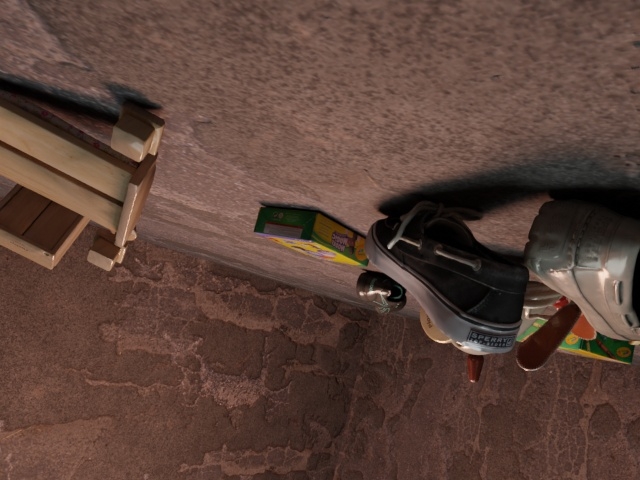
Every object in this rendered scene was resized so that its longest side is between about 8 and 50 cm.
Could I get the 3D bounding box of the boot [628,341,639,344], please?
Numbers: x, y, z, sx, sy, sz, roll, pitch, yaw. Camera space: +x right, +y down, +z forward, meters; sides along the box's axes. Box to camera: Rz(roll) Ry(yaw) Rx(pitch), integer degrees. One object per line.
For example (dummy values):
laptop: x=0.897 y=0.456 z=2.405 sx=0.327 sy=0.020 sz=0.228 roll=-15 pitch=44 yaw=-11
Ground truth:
boot: x=0.584 y=0.137 z=0.822 sx=0.165 sy=0.077 sz=0.213 roll=8 pitch=167 yaw=24

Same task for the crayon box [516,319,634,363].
crayon box: x=0.694 y=0.270 z=1.462 sx=0.165 sy=0.081 sz=0.278 roll=17 pitch=171 yaw=-14

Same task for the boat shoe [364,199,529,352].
boat shoe: x=0.134 y=0.008 z=0.613 sx=0.113 sy=0.105 sz=0.306 roll=8 pitch=-163 yaw=-11

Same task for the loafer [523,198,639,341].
loafer: x=0.332 y=0.049 z=0.545 sx=0.319 sy=0.112 sz=0.111 roll=21 pitch=177 yaw=-37

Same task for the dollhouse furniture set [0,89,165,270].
dollhouse furniture set: x=-0.350 y=-0.139 z=0.676 sx=0.303 sy=0.174 sz=0.355 roll=28 pitch=139 yaw=-11

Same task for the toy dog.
toy dog: x=0.307 y=0.138 z=0.793 sx=0.220 sy=0.161 sz=0.333 roll=-9 pitch=176 yaw=-22

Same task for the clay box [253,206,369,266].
clay box: x=0.000 y=0.000 z=0.947 sx=0.127 sy=0.053 sz=0.222 roll=8 pitch=169 yaw=36

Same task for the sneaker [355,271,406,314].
sneaker: x=0.200 y=0.162 z=1.508 sx=0.106 sy=0.101 sz=0.267 roll=6 pitch=168 yaw=33
